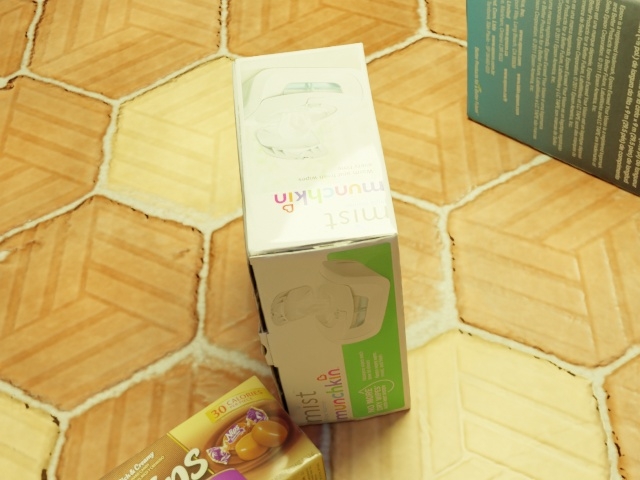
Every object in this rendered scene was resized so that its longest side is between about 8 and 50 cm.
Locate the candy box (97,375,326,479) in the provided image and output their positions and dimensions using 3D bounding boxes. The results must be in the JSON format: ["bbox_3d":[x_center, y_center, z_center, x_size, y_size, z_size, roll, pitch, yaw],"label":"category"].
[{"bbox_3d":[-0.101,0.215,0.964,0.186,0.053,0.109,-31,54,-19],"label":"candy box"}]

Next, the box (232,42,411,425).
[{"bbox_3d":[0.000,0.000,0.992,0.126,0.262,0.231,-9,49,0],"label":"box"}]

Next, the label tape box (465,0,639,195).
[{"bbox_3d":[0.317,-0.178,1.102,0.347,0.249,0.115,27,59,26],"label":"label tape box"}]
